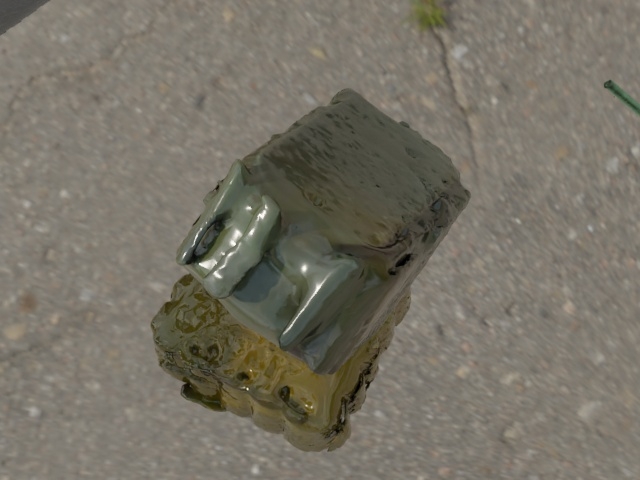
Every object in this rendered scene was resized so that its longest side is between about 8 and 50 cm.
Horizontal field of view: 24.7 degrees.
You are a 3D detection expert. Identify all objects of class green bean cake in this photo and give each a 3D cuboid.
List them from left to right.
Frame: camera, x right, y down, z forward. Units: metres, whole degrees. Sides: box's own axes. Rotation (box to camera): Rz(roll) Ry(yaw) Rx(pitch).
[{"bbox_3d":[-0.038,0.080,1.495,0.230,0.131,0.224,27,71,11],"label":"green bean cake"}]

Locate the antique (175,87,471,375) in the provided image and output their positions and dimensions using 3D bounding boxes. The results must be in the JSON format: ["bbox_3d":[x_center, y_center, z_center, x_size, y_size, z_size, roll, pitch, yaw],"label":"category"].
[{"bbox_3d":[0.000,0.000,0.951,0.125,0.284,0.150,36,105,5],"label":"antique"}]

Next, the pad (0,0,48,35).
[{"bbox_3d":[-0.267,-0.260,1.407,0.269,0.270,0.012,-33,92,11],"label":"pad"}]

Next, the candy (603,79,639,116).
[{"bbox_3d":[0.251,-0.083,1.081,0.055,0.185,0.049,-50,53,12],"label":"candy"}]
